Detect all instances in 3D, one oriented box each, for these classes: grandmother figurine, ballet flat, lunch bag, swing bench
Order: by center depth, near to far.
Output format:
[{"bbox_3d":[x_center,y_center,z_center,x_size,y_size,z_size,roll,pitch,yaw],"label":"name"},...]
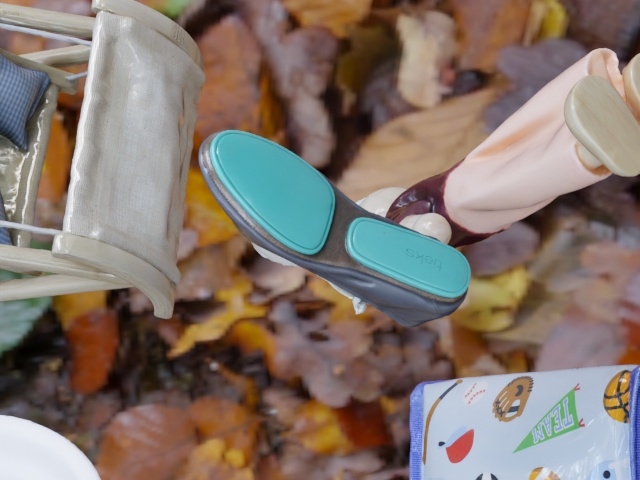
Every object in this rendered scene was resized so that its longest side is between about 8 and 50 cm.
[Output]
[{"bbox_3d":[0.000,0.000,1.101,0.203,0.074,0.074,28,111,-16],"label":"ballet flat"},{"bbox_3d":[0.125,-0.041,1.286,0.342,0.208,0.104,-27,79,49],"label":"grandmother figurine"},{"bbox_3d":[-0.246,-0.079,1.524,0.255,0.165,0.253,1,67,8],"label":"swing bench"},{"bbox_3d":[0.241,0.313,1.558,0.328,0.239,0.385,-10,76,55],"label":"lunch bag"}]

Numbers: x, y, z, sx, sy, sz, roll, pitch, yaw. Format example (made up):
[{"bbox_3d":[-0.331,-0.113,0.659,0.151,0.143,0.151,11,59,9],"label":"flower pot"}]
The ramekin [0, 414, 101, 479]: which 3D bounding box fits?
[{"bbox_3d":[-0.244,0.241,1.011,0.277,0.277,0.135,8,128,32],"label":"ramekin"}]
